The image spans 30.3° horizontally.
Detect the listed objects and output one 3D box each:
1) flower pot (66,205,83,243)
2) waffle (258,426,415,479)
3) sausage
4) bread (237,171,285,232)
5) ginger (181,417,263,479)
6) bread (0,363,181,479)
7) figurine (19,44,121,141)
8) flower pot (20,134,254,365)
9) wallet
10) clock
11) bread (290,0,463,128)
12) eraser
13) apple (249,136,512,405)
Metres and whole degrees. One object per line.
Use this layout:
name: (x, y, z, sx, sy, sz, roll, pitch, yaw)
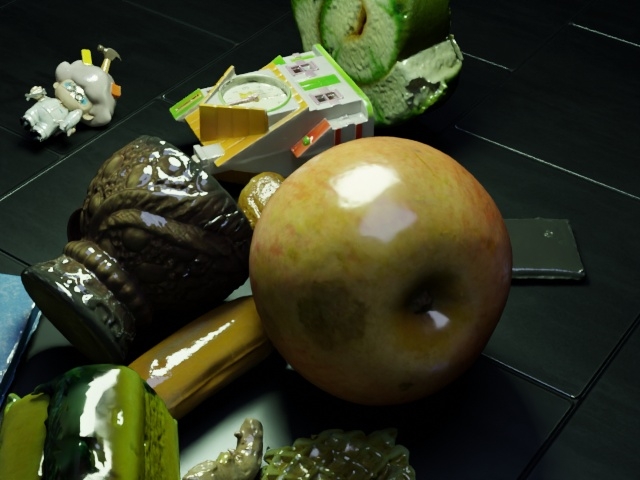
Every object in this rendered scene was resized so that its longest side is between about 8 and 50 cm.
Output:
flower pot: (-0.331, -0.013, 1.866, 0.111, 0.111, 0.089, 25, 30, 26)
waffle: (0.020, 0.319, 1.493, 0.208, 0.054, 0.214, -5, 36, -6)
sausage: (-0.145, 0.153, 1.661, 0.112, 0.112, 0.328, 30, 45, 30)
bread: (0.000, -0.001, 1.870, 0.344, 0.084, 0.124, 33, 71, 33)
ginger: (-0.117, 0.291, 1.495, 0.051, 0.069, 0.173, -26, 6, 28)
bread: (-0.266, 0.320, 1.343, 0.208, 0.251, 0.376, -23, 39, 6)
figurine: (-0.446, -0.255, 2.150, 0.137, 0.112, 0.229, 43, 56, 5)
flower pot: (-0.265, 0.030, 1.682, 0.267, 0.266, 0.267, 32, 66, 32)
wallet: (0.278, 0.014, 1.903, 0.286, 0.030, 0.146, 0, 42, -3)
clock: (-0.094, -0.208, 2.054, 0.310, 0.166, 0.235, -17, 42, -19)
bread: (0.099, -0.381, 2.118, 0.129, 0.366, 0.382, -26, 63, -32)
eraser: (-0.497, 0.165, 1.659, 0.144, 0.042, 0.311, 7, 44, 5)
apple: (0.084, 0.040, 1.585, 0.364, 0.363, 0.364, 1, 39, -1)
